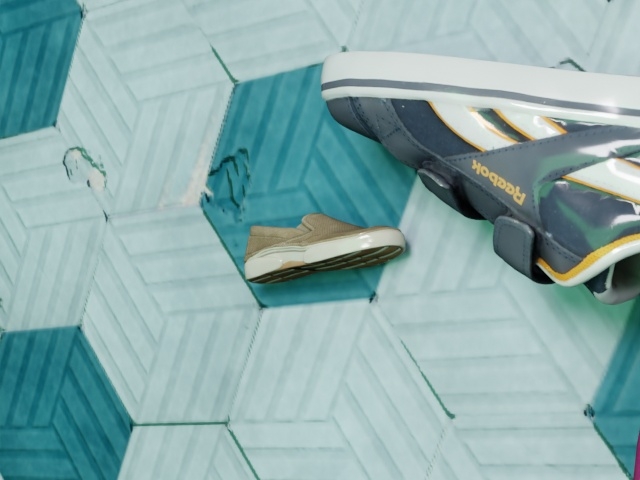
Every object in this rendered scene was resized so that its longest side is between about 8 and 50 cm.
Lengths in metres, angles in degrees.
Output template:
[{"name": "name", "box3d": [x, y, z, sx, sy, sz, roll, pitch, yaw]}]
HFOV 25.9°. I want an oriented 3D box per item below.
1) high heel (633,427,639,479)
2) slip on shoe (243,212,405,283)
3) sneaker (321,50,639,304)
[{"name": "high heel", "box3d": [0.199, 0.233, 0.724, 0.127, 0.181, 0.377, -8, 89, 39]}, {"name": "slip on shoe", "box3d": [0.000, 0.000, 0.954, 0.135, 0.051, 0.041, -14, 73, 45]}, {"name": "sneaker", "box3d": [0.128, -0.036, 0.794, 0.321, 0.126, 0.128, 12, 96, 36]}]
